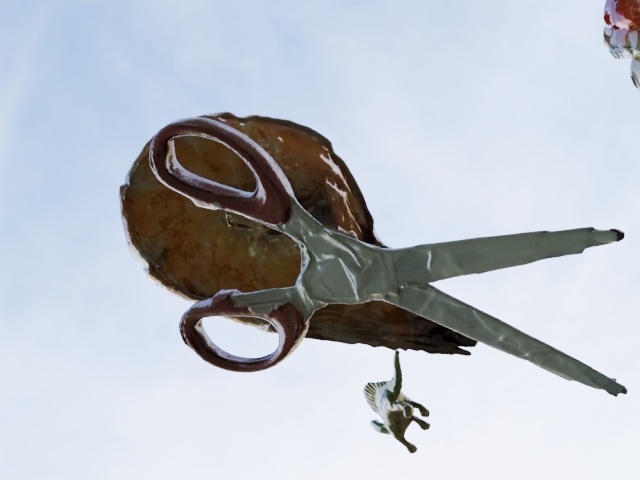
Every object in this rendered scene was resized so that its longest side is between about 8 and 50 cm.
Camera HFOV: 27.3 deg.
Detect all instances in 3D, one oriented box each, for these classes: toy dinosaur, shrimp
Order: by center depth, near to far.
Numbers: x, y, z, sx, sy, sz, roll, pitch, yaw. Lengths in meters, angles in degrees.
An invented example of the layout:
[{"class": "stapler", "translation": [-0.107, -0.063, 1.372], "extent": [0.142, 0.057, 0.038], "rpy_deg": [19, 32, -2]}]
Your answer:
[{"class": "shrimp", "translation": [0.000, 0.000, 1.011], "extent": [0.316, 0.164, 0.062], "rpy_deg": [20, -12, -15]}, {"class": "toy dinosaur", "translation": [0.058, 0.133, 1.102], "extent": [0.029, 0.060, 0.120], "rpy_deg": [-45, -38, -30]}]

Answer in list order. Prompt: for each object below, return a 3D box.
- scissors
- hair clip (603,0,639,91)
[{"class": "scissors", "translation": [0.027, 0.017, 0.637], "extent": [0.017, 0.247, 0.144], "rpy_deg": [-41, -49, -49]}, {"class": "hair clip", "translation": [0.168, -0.067, 0.373], "extent": [0.091, 0.138, 0.321], "rpy_deg": [-35, 6, -10]}]
